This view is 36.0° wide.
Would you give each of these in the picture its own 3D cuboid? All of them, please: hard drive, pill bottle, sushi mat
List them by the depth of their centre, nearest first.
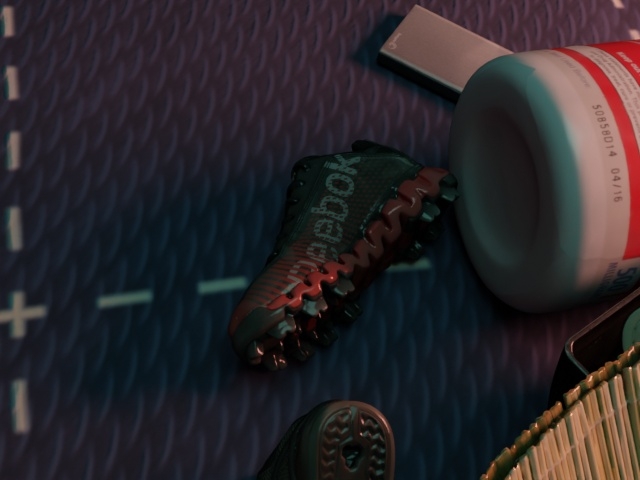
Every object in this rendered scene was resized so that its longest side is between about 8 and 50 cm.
[{"bbox_3d":[0.190,0.229,0.646,0.151,0.317,0.019,-33,30,-26],"label":"sushi mat"},{"bbox_3d":[0.344,-0.076,0.904,0.407,0.229,0.229,-9,58,-16],"label":"pill bottle"},{"bbox_3d":[0.141,-0.199,1.080,0.135,0.022,0.094,29,56,10],"label":"hard drive"}]

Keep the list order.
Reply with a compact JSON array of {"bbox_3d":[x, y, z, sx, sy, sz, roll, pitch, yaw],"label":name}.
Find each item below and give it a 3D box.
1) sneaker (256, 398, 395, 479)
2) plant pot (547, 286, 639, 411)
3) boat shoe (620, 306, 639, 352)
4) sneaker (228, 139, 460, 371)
[{"bbox_3d":[0.000,0.231,0.726,0.087,0.130,0.228,5,82,-13],"label":"sneaker"},{"bbox_3d":[0.290,0.145,0.778,0.187,0.167,0.188,-30,65,-26],"label":"plant pot"},{"bbox_3d":[0.316,0.078,0.689,0.227,0.069,0.081,7,94,-1],"label":"boat shoe"},{"bbox_3d":[0.000,0.000,0.871,0.135,0.098,0.276,38,55,16],"label":"sneaker"}]
